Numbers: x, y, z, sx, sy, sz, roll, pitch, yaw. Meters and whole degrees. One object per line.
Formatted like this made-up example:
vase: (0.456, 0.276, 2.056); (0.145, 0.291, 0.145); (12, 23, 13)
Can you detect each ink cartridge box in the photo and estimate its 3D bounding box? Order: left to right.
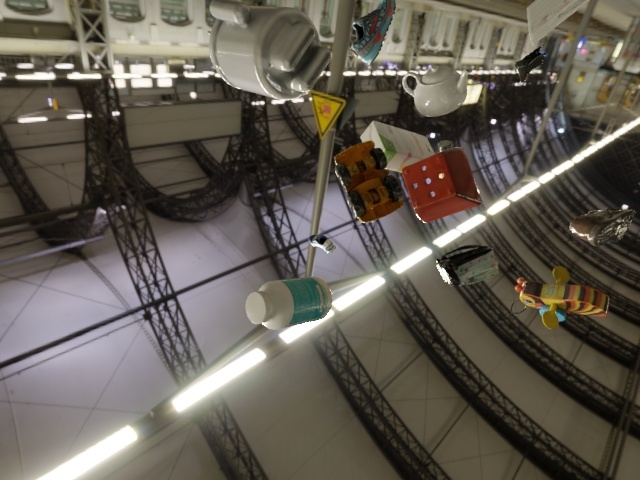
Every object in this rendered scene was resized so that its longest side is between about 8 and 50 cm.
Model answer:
ink cartridge box: (0.395, -0.445, 2.001); (0.354, 0.119, 0.206); (6, -127, -30)
ink cartridge box: (0.829, -0.778, 1.290); (0.091, 0.308, 0.384); (38, -133, -17)

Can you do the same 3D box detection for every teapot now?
teapot: (0.532, -0.703, 1.844); (0.256, 0.187, 0.252); (-22, -141, 11)

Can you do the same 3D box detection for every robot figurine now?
robot figurine: (-0.139, -0.466, 1.004); (0.354, 0.199, 0.300); (29, 173, 38)

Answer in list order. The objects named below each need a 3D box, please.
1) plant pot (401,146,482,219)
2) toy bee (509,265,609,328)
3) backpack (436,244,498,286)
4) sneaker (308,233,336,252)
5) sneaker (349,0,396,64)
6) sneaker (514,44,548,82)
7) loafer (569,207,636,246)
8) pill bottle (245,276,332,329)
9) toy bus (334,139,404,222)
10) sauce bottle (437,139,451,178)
plant pot: (0.486, -0.237, 1.704); (0.268, 0.267, 0.236); (-20, 172, 30)
toy bee: (0.675, 0.178, 1.223); (0.162, 0.298, 0.195); (36, -135, -22)
backpack: (0.505, 0.087, 1.378); (0.182, 0.115, 0.152); (-22, -168, 4)
sneaker: (0.000, 0.000, 1.586); (0.144, 0.059, 0.053); (22, -112, 47)
sneaker: (0.182, -0.778, 1.454); (0.125, 0.261, 0.104); (21, 173, -16)
sneaker: (0.685, -0.572, 1.318); (0.089, 0.051, 0.170); (-26, 171, 26)
loafer: (1.064, -0.073, 1.529); (0.366, 0.133, 0.130); (-5, -151, -39)
pill bottle: (-0.096, 0.191, 1.242); (0.146, 0.146, 0.264); (33, -159, 36)
toy bus: (0.138, -0.165, 1.234); (0.150, 0.220, 0.211); (-24, 178, 0)
sauce bottle: (0.714, -0.396, 2.283); (0.112, 0.344, 0.111); (-11, -141, 9)
